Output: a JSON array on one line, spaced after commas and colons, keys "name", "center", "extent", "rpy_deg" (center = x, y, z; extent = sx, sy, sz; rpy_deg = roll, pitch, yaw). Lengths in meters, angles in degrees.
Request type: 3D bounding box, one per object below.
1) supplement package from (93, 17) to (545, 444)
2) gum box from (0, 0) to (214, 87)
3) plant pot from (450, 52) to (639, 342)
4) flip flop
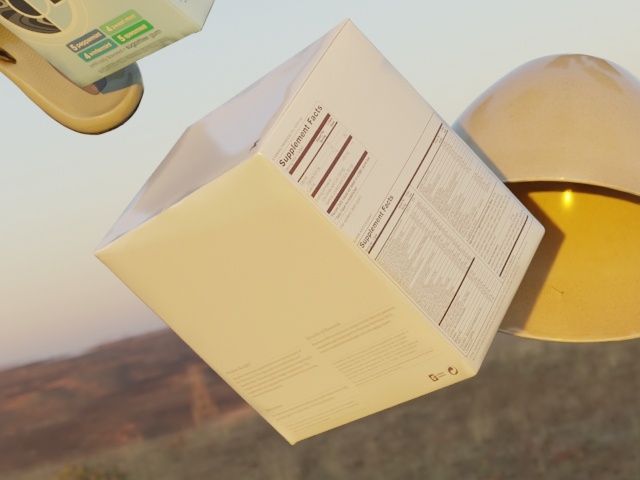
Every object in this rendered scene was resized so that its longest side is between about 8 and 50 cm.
[{"name": "supplement package", "center": [0.000, 0.000, 1.086], "extent": [0.194, 0.203, 0.149], "rpy_deg": [-27, 23, 45]}, {"name": "gum box", "center": [-0.195, -0.204, 1.195], "extent": [0.184, 0.041, 0.157], "rpy_deg": [39, -36, -28]}, {"name": "plant pot", "center": [0.225, -0.056, 1.456], "extent": [0.284, 0.191, 0.284], "rpy_deg": [8, -30, 4]}, {"name": "flip flop", "center": [-0.269, -0.189, 1.345], "extent": [0.112, 0.277, 0.080], "rpy_deg": [-51, -11, -7]}]
